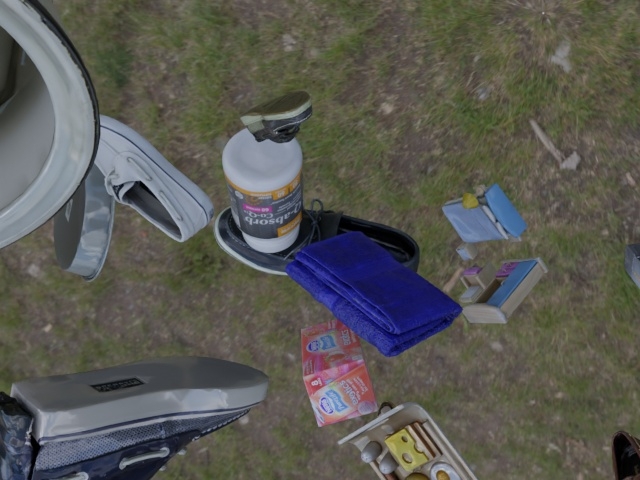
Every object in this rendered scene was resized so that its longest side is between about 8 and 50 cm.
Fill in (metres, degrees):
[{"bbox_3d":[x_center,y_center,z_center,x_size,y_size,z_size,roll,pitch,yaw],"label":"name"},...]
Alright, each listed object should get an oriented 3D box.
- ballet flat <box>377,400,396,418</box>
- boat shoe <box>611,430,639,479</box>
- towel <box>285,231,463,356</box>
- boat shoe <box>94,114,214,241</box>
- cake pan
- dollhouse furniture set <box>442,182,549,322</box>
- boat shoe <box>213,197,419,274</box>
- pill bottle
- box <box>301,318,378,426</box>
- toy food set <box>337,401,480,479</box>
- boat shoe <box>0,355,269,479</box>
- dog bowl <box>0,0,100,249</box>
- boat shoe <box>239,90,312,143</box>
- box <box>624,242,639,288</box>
[{"bbox_3d":[0.166,0.466,1.768,0.073,0.206,0.067,-17,112,4],"label":"ballet flat"},{"bbox_3d":[0.456,0.362,1.033,0.073,0.207,0.073,44,116,-13],"label":"boat shoe"},{"bbox_3d":[0.107,0.090,1.457,0.308,0.228,0.076,38,134,34],"label":"towel"},{"bbox_3d":[-0.299,-0.096,1.156,0.267,0.088,0.096,41,138,-2],"label":"boat shoe"},{"bbox_3d":[-0.481,-0.064,1.452,0.293,0.054,0.293,-11,77,56],"label":"cake pan"},{"bbox_3d":[0.368,0.031,1.836,0.303,0.198,0.286,53,155,-13],"label":"dollhouse furniture set"},{"bbox_3d":[0.000,0.000,1.684,0.500,0.186,0.156,15,149,-1],"label":"boat shoe"},{"bbox_3d":[-0.113,-0.099,1.522,0.162,0.162,0.278,17,150,11],"label":"pill bottle"},{"bbox_3d":[0.040,0.315,1.795,0.154,0.300,0.142,-16,104,2],"label":"box"},{"bbox_3d":[0.193,0.500,1.489,0.306,0.092,0.220,53,128,7],"label":"toy food set"},{"bbox_3d":[-0.213,0.235,0.848,0.127,0.341,0.158,19,102,46],"label":"boat shoe"},{"bbox_3d":[-0.390,-0.132,0.559,0.408,0.408,0.150,-32,58,23],"label":"dog bowl"},{"bbox_3d":[-0.067,-0.206,1.246,0.223,0.080,0.073,10,133,61],"label":"boat shoe"},{"bbox_3d":[0.667,0.054,1.226,0.231,0.183,0.056,-11,119,2],"label":"box"}]
